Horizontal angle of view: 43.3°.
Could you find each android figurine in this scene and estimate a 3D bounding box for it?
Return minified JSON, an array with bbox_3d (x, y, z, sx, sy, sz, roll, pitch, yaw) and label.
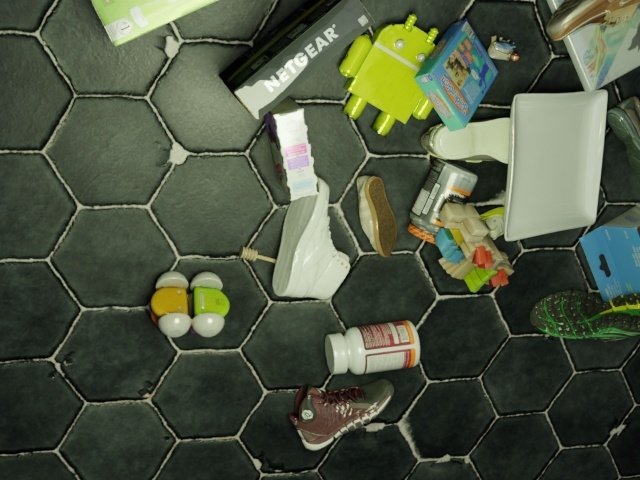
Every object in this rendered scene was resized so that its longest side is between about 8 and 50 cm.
[{"bbox_3d":[0.169,-0.381,1.850,0.248,0.056,0.272,28,101,-22],"label":"android figurine"}]

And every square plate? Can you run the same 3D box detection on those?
[{"bbox_3d":[0.565,-0.190,1.966,0.344,0.049,0.347,-9,107,-34],"label":"square plate"}]

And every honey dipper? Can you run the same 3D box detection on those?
[{"bbox_3d":[-0.116,0.046,1.941,0.161,0.030,0.030,15,105,-22],"label":"honey dipper"}]

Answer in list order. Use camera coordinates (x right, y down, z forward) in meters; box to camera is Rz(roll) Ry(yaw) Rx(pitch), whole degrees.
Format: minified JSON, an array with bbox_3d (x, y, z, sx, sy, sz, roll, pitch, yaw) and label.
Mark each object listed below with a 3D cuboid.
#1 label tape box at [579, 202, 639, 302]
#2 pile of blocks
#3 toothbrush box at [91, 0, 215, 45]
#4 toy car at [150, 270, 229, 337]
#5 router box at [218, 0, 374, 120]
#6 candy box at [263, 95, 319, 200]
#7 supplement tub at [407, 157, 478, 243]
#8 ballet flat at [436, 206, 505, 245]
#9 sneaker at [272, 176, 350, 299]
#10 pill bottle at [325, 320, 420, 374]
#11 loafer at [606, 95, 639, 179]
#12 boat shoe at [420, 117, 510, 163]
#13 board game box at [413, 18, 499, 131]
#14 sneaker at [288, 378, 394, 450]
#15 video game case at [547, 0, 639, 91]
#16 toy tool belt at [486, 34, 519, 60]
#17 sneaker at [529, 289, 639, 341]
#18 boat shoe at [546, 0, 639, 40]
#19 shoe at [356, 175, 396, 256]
[{"bbox_3d":[0.894,0.021,2.153,0.334,0.106,0.240,-30,113,-3],"label":"label tape box"},{"bbox_3d":[0.363,0.047,1.932,0.149,0.112,0.362,-32,142,11],"label":"pile of blocks"},{"bbox_3d":[-0.334,-0.547,1.622,0.283,0.122,0.206,-26,113,-4],"label":"toothbrush box"},{"bbox_3d":[-0.307,0.164,1.882,0.182,0.159,0.136,1,143,-15],"label":"toy car"},{"bbox_3d":[-0.059,-0.396,1.682,0.309,0.243,0.081,-39,113,2],"label":"router box"},{"bbox_3d":[-0.068,-0.207,1.788,0.070,0.165,0.196,-15,112,-9],"label":"candy box"},{"bbox_3d":[0.291,-0.093,1.948,0.117,0.117,0.190,19,104,-20],"label":"supplement tub"},{"bbox_3d":[0.399,-0.022,2.022,0.231,0.077,0.077,-16,111,-9],"label":"ballet flat"},{"bbox_3d":[0.000,0.000,1.926,0.169,0.108,0.292,11,100,-35],"label":"sneaker"},{"bbox_3d":[0.130,0.273,2.032,0.221,0.121,0.121,-6,110,-12],"label":"pill bottle"},{"bbox_3d":[0.827,-0.244,2.051,0.084,0.096,0.267,-39,112,-5],"label":"loafer"},{"bbox_3d":[0.385,-0.240,1.932,0.305,0.091,0.109,-3,100,-25],"label":"boat shoe"},{"bbox_3d":[0.312,-0.375,1.830,0.160,0.047,0.210,51,55,-25],"label":"board game box"},{"bbox_3d":[0.042,0.410,2.070,0.281,0.106,0.162,-35,111,0],"label":"sneaker"},{"bbox_3d":[0.698,-0.565,1.905,0.300,0.036,0.328,-29,104,-3],"label":"video game case"},{"bbox_3d":[0.434,-0.452,1.895,0.083,0.052,0.051,4,116,-17],"label":"toy tool belt"},{"bbox_3d":[0.731,0.224,2.168,0.344,0.134,0.146,3,151,-1],"label":"sneaker"},{"bbox_3d":[0.664,-0.542,1.826,0.324,0.123,0.116,-35,106,0],"label":"boat shoe"},{"bbox_3d":[0.134,-0.061,1.958,0.077,0.058,0.218,-34,123,-35],"label":"shoe"}]
